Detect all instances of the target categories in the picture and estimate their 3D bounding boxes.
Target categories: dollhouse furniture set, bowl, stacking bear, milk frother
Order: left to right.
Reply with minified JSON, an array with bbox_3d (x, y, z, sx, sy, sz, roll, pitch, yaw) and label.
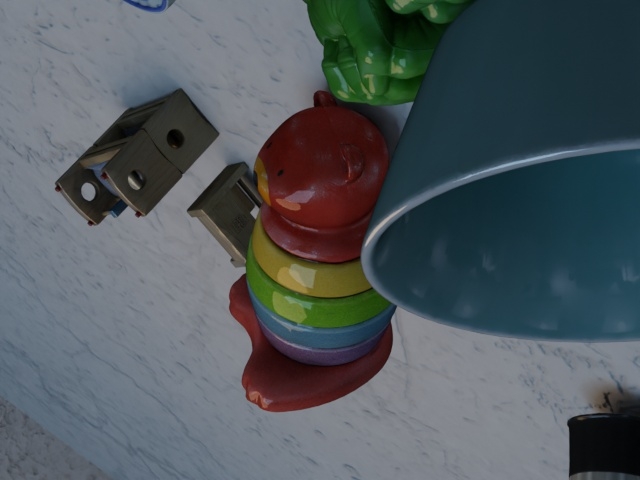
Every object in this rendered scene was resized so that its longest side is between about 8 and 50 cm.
[{"bbox_3d":[-0.159,-0.040,1.295,0.184,0.129,0.129,50,152,-20],"label":"dollhouse furniture set"},{"bbox_3d":[0.000,0.000,1.135,0.164,0.175,0.289,-6,137,-9],"label":"stacking bear"},{"bbox_3d":[0.178,-0.060,0.726,0.311,0.163,0.311,0,159,0],"label":"bowl"},{"bbox_3d":[0.301,0.230,1.125,0.129,0.135,0.143,10,158,-10],"label":"milk frother"}]

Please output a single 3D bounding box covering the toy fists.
[{"bbox_3d":[0.055,-0.183,0.802,0.142,0.096,0.279,55,154,11],"label":"toy fists"}]

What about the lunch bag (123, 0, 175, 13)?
[{"bbox_3d":[-0.192,-0.292,0.994,0.219,0.090,0.176,30,151,19],"label":"lunch bag"}]
